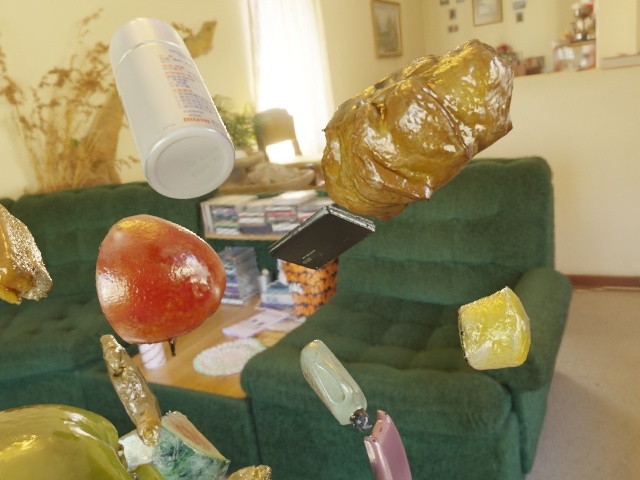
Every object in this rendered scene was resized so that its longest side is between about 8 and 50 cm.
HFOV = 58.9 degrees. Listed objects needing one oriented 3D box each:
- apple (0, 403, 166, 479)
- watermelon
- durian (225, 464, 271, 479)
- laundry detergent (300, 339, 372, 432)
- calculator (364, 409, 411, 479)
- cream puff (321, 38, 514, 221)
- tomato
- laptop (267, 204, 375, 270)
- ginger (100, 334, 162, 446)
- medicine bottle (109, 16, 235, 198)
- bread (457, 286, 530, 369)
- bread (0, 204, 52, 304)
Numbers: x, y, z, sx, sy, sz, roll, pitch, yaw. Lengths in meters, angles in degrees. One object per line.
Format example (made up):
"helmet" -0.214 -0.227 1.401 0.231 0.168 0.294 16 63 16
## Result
"apple" -0.272 0.289 0.496 0.258 0.295 0.233 -44 -16 -15
"watermelon" -0.474 0.640 1.754 0.228 0.387 0.258 -52 29 6
"durian" -0.192 0.655 1.460 0.148 0.091 0.188 -16 1 36
"laundry detergent" 0.054 0.444 1.676 0.105 0.215 0.280 -27 44 -18
"calculator" 0.213 0.667 1.679 0.043 0.294 0.194 -15 12 26
"cream puff" 0.105 -0.132 0.696 0.241 0.155 0.269 -41 4 -33
"tomato" -0.296 0.075 1.174 0.170 0.309 0.309 -2 17 21
"laptop" 0.000 0.000 1.256 0.154 0.026 0.207 19 -41 -39
"ginger" -0.473 0.361 1.417 0.080 0.333 0.166 -24 -18 -19
"medicine bottle" -0.241 -0.223 0.874 0.130 0.130 0.341 -14 53 -19
"bread" 0.435 0.222 1.415 0.171 0.197 0.197 -17 12 20
"bread" -0.737 0.037 1.339 0.109 0.185 0.380 -40 45 -13
